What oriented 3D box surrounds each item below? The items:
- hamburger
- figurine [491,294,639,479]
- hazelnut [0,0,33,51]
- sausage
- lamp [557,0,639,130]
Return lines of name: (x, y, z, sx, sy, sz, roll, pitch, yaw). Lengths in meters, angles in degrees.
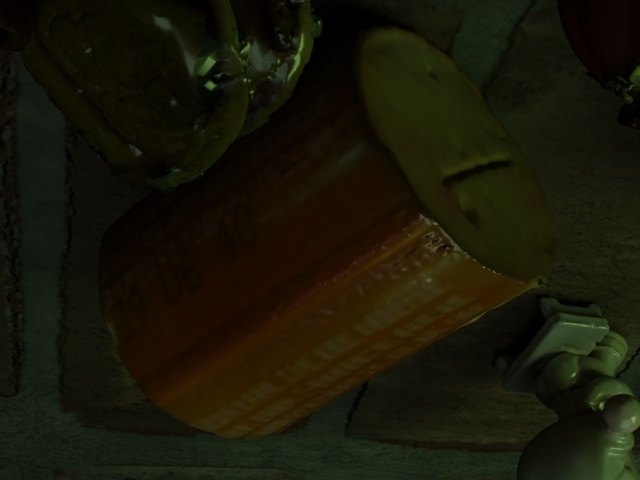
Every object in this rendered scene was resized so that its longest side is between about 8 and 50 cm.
hamburger: (-0.114, -0.134, 0.735, 0.183, 0.130, 0.206, 50, 126, -1)
figurine: (0.256, 0.197, 1.114, 0.145, 0.256, 0.182, 26, 134, -29)
hazelnut: (-0.280, -0.150, 0.687, 0.202, 0.170, 0.160, 12, 112, 7)
sausage: (0.000, 0.000, 0.867, 0.287, 0.233, 0.233, -34, 133, 30)
lamp: (0.267, -0.161, 0.714, 0.227, 0.227, 0.227, -3, 141, -3)
